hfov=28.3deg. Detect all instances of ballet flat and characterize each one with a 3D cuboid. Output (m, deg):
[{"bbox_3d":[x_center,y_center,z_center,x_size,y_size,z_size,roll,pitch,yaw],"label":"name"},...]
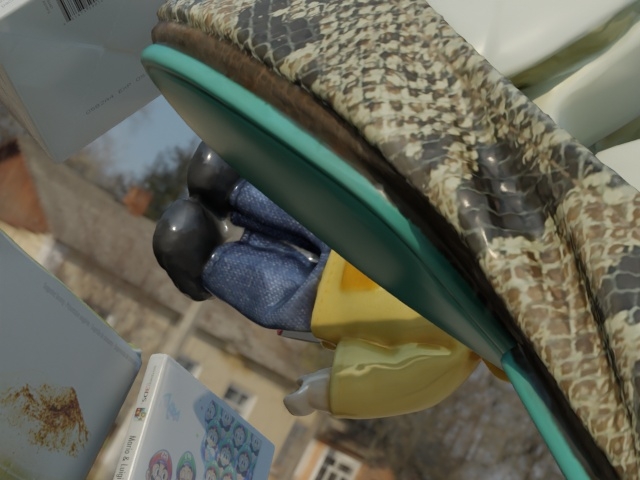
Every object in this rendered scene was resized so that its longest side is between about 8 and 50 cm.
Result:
[{"bbox_3d":[0.105,0.003,0.449,0.483,0.182,0.164,49,-1,45],"label":"ballet flat"}]

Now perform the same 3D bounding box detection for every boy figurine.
[{"bbox_3d":[0.040,0.027,0.728,0.285,0.177,0.092,18,-19,33],"label":"boy figurine"}]

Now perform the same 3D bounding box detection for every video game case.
[{"bbox_3d":[-0.088,0.176,0.871,0.019,0.143,0.157,-4,-33,29],"label":"video game case"}]

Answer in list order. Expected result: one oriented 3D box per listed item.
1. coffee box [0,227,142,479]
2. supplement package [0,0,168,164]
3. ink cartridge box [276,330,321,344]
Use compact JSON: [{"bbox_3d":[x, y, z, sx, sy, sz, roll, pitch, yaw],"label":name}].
[{"bbox_3d":[-0.372,0.101,0.743,0.338,0.334,0.338,16,-20,25],"label":"coffee box"},{"bbox_3d":[-0.290,-0.261,1.322,0.262,0.199,0.198,43,-18,36],"label":"supplement package"},{"bbox_3d":[0.000,0.000,1.304,0.072,0.175,0.127,11,-50,-18],"label":"ink cartridge box"}]
